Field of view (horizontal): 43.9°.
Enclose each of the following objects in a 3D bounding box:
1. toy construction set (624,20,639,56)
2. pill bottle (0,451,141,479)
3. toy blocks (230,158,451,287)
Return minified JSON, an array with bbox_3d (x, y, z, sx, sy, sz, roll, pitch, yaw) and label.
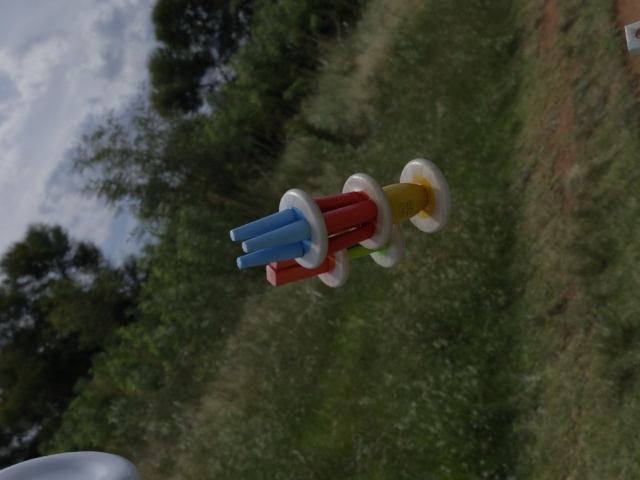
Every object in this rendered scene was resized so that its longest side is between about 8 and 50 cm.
[{"bbox_3d":[0.461,-0.195,0.860,0.328,0.215,0.151,21,-102,-51],"label":"toy construction set"},{"bbox_3d":[-0.155,0.233,0.489,0.103,0.103,0.184,-103,9,-84],"label":"pill bottle"},{"bbox_3d":[0.000,0.000,0.544,0.148,0.054,0.123,-16,-16,-28],"label":"toy blocks"}]
